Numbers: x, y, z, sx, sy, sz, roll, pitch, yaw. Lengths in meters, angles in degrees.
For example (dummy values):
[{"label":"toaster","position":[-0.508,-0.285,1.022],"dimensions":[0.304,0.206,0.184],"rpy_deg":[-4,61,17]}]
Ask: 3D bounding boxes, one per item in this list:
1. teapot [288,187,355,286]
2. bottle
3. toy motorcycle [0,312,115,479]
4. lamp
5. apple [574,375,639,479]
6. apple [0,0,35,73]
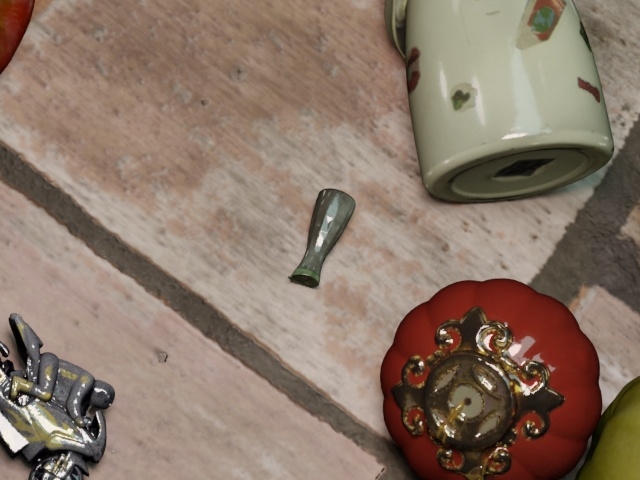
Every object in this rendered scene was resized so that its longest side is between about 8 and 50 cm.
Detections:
[{"label":"teapot","position":[0.000,0.000,1.960],"dimensions":[0.043,0.043,0.111],"rpy_deg":[24,66,-3]},{"label":"bottle","position":[0.179,-0.230,2.009],"dimensions":[0.229,0.229,0.352],"rpy_deg":[-6,73,-17]},{"label":"toy motorcycle","position":[-0.265,0.160,1.802],"dimensions":[0.124,0.061,0.193],"rpy_deg":[-29,82,-18]},{"label":"lamp","position":[0.172,0.149,1.846],"dimensions":[0.227,0.227,0.227],"rpy_deg":[6,64,-12]},{"label":"apple","position":[0.386,0.252,1.818],"dimensions":[0.279,0.279,0.279],"rpy_deg":[6,64,-12]},{"label":"apple","position":[-0.404,-0.272,1.851],"dimensions":[0.216,0.260,0.260],"rpy_deg":[27,61,11]}]
